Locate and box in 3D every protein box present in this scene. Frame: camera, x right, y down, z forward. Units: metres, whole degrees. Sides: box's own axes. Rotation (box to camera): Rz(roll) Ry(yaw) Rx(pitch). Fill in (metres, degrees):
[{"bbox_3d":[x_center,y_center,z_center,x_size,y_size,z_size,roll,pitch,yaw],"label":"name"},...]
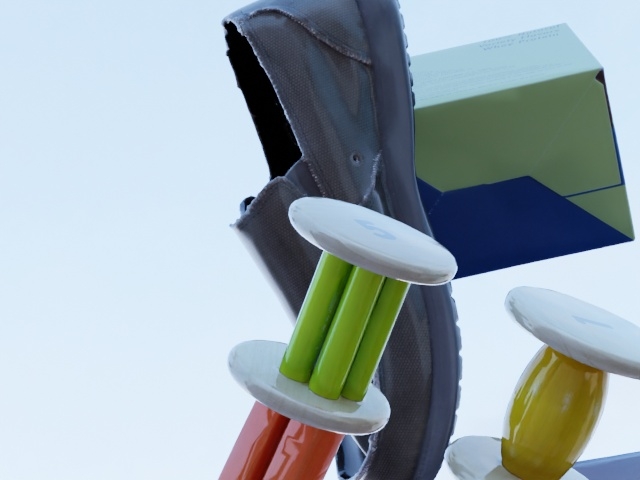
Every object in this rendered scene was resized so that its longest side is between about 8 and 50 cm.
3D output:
[{"bbox_3d":[0.119,-0.068,1.350,0.200,0.201,0.136,-12,-74,4],"label":"protein box"}]

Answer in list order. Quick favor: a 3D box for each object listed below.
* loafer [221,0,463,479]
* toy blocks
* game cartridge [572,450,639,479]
[{"bbox_3d":[0.000,0.000,1.169,0.130,0.366,0.134,-6,-10,-18],"label":"loafer"},{"bbox_3d":[0.021,0.077,0.523,0.123,0.054,0.148,23,-77,9],"label":"toy blocks"},{"bbox_3d":[0.225,0.178,1.195,0.297,0.062,0.198,-14,-12,26],"label":"game cartridge"}]
